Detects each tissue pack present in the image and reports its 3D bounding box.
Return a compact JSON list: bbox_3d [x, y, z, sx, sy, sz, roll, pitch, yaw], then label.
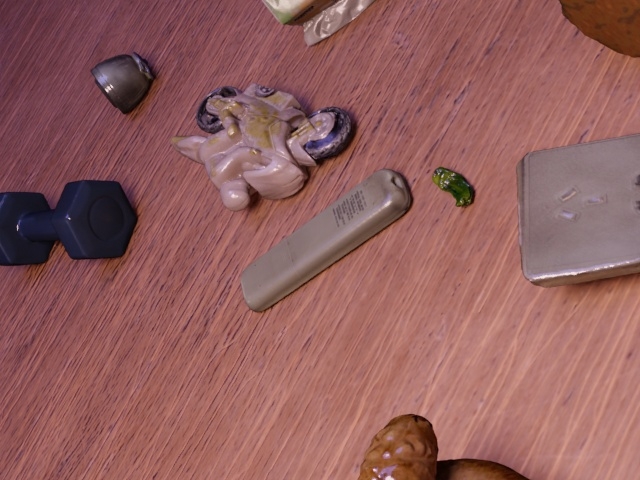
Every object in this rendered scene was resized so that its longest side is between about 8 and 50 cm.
[{"bbox_3d":[0.028,-0.445,1.872,0.229,0.145,0.159,-37,0,19],"label":"tissue pack"}]

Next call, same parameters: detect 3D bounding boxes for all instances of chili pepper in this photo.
[{"bbox_3d":[0.185,-0.074,1.541,0.091,0.034,0.030,54,136,48],"label":"chili pepper"}]

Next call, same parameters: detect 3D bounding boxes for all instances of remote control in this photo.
[{"bbox_3d":[0.001,0.001,1.651,0.309,0.038,0.090,-36,44,20],"label":"remote control"}]

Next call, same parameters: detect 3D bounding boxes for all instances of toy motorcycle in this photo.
[{"bbox_3d":[-0.113,-0.149,1.814,0.341,0.108,0.223,21,72,42],"label":"toy motorcycle"}]

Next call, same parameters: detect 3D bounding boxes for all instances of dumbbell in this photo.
[{"bbox_3d":[-0.492,-0.029,2.062,0.325,0.160,0.144,-5,29,40],"label":"dumbbell"}]

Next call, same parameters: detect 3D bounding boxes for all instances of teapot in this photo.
[{"bbox_3d":[-0.382,-0.317,2.217,0.108,0.149,0.111,-36,80,-2],"label":"teapot"}]

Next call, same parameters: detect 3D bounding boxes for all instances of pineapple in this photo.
[{"bbox_3d":[0.422,-0.412,1.440,0.202,0.202,0.362,-10,45,39],"label":"pineapple"}]

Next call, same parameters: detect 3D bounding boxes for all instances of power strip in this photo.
[{"bbox_3d":[0.344,-0.029,1.325,0.213,0.064,0.198,-10,54,23],"label":"power strip"}]

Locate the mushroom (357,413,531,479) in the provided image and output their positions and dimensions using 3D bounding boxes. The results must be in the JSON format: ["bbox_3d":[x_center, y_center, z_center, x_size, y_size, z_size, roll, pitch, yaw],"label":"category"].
[{"bbox_3d":[0.118,0.380,1.155,0.345,0.239,0.345,-44,36,45],"label":"mushroom"}]
